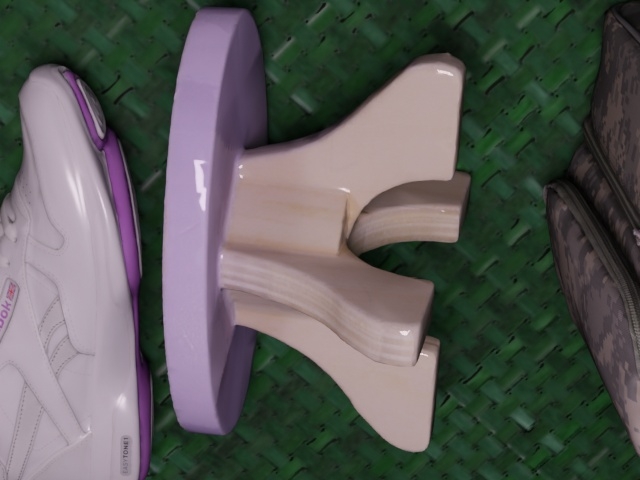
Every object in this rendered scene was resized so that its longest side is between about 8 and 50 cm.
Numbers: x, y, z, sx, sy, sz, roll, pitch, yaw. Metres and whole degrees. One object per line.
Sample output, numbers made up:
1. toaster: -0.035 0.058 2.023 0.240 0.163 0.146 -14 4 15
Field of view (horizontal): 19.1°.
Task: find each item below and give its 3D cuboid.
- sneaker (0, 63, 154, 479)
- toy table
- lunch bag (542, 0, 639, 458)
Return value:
1. sneaker: -0.187 0.038 1.221 0.152 0.114 0.305 -3 113 -5
2. toy table: 0.000 0.000 1.168 0.160 0.252 0.274 7 124 9
3. lunch bag: 0.256 0.017 1.153 0.212 0.305 0.256 8 111 -8
